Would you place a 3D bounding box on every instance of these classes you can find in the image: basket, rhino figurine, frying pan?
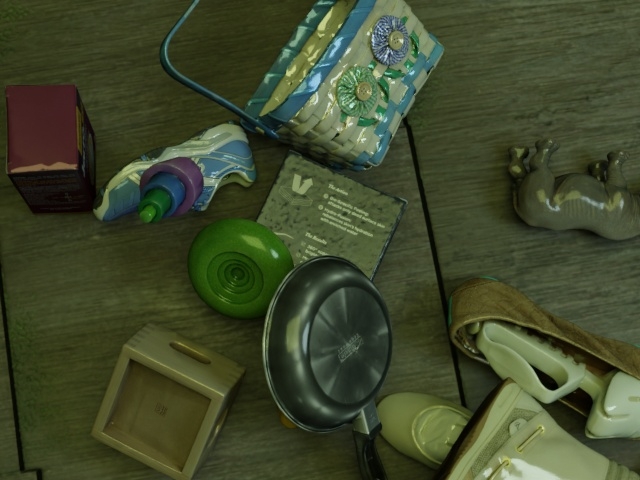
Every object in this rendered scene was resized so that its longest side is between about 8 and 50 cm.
[{"bbox_3d":[-0.016,-0.236,1.494,0.289,0.201,0.254,32,78,-14],"label":"basket"},{"bbox_3d":[0.349,-0.053,1.551,0.243,0.073,0.106,9,73,-2],"label":"rhino figurine"},{"bbox_3d":[0.020,0.178,1.394,0.197,0.053,0.326,-7,94,-46],"label":"frying pan"}]

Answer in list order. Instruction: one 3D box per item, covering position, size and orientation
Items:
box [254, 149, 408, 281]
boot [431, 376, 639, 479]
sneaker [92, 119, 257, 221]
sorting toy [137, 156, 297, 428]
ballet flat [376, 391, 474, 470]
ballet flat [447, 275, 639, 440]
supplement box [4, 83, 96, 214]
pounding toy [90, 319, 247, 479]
[{"bbox_3d":[0.000,0.000,1.509,0.156,0.093,0.158,24,78,3],"label":"box"},{"bbox_3d":[0.215,0.301,1.356,0.203,0.095,0.262,36,58,3],"label":"boot"},{"bbox_3d":[-0.173,-0.070,1.520,0.211,0.080,0.081,-26,82,-13],"label":"sneaker"},{"bbox_3d":[-0.090,0.075,1.402,0.127,0.126,0.365,-29,105,26],"label":"sorting toy"},{"bbox_3d":[0.182,0.242,1.469,0.248,0.086,0.086,25,77,3],"label":"ballet flat"},{"bbox_3d":[0.295,0.156,1.459,0.342,0.116,0.124,29,36,8],"label":"ballet flat"},{"bbox_3d":[-0.310,-0.102,1.468,0.081,0.188,0.104,-3,77,-4],"label":"supplement box"},{"bbox_3d":[-0.161,0.227,1.448,0.181,0.094,0.206,26,112,7],"label":"pounding toy"}]
